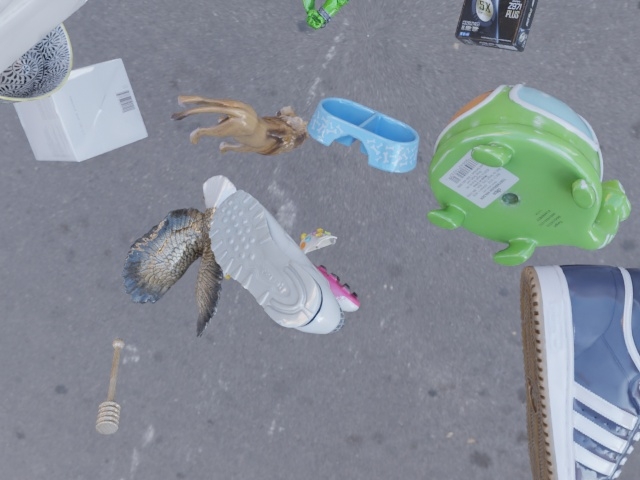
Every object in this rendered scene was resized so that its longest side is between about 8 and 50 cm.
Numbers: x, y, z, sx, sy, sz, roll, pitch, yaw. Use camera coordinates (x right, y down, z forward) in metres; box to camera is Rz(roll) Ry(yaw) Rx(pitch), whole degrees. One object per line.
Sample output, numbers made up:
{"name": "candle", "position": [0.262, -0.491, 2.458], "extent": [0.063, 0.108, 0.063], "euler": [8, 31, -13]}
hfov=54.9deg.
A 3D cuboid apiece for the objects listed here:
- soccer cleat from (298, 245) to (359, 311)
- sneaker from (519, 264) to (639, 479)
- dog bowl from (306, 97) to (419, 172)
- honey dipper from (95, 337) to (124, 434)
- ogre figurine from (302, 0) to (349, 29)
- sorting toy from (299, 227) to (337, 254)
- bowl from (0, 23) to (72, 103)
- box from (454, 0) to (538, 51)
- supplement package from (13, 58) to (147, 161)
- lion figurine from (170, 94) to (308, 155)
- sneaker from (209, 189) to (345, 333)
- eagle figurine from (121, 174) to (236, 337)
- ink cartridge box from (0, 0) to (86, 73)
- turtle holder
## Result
{"name": "soccer cleat", "position": [-0.046, 0.114, 1.648], "extent": [0.331, 0.116, 0.143], "euler": [37, 89, 25]}
{"name": "sneaker", "position": [0.273, 0.155, 0.566], "extent": [0.153, 0.099, 0.282], "euler": [-6, 102, 6]}
{"name": "dog bowl", "position": [0.110, -0.270, 1.533], "extent": [0.297, 0.166, 0.074], "euler": [26, 126, 15]}
{"name": "honey dipper", "position": [-0.304, 0.208, 0.909], "extent": [0.030, 0.161, 0.031], "euler": [-4, 130, -5]}
{"name": "ogre figurine", "position": [0.018, -0.533, 1.255], "extent": [0.118, 0.197, 0.097], "euler": [-13, 141, 26]}
{"name": "sorting toy", "position": [0.000, 0.000, 1.360], "extent": [0.083, 0.075, 0.045], "euler": [-19, 99, -24]}
{"name": "bowl", "position": [-0.377, -0.217, 0.690], "extent": [0.080, 0.170, 0.170], "euler": [-23, 106, 36]}
{"name": "box", "position": [0.476, -0.603, 1.669], "extent": [0.180, 0.077, 0.148], "euler": [22, 102, 33]}
{"name": "supplement package", "position": [-0.606, -0.321, 1.535], "extent": [0.262, 0.198, 0.199], "euler": [8, 120, 45]}
{"name": "lion figurine", "position": [-0.192, -0.296, 1.600], "extent": [0.240, 0.392, 0.142], "euler": [3, 96, 19]}
{"name": "sneaker", "position": [-0.058, 0.029, 0.774], "extent": [0.090, 0.094, 0.235], "euler": [-47, 55, 13]}
{"name": "eagle figurine", "position": [-0.251, 0.029, 1.313], "extent": [0.225, 0.298, 0.226], "euler": [50, 148, -16]}
{"name": "ink cartridge box", "position": [-0.354, -0.254, 0.475], "extent": [0.283, 0.207, 0.117], "euler": [37, 150, -9]}
{"name": "turtle holder", "position": [0.338, -0.116, 0.960], "extent": [0.320, 0.227, 0.243], "euler": [11, 142, 14]}
